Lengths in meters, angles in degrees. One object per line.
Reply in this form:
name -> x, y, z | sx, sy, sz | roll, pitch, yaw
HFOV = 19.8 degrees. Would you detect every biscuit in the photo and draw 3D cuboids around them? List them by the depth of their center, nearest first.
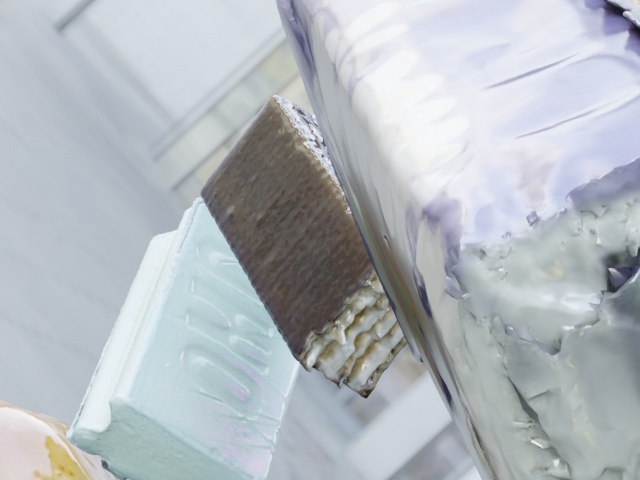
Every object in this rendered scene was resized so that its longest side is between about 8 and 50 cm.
biscuit -> 0.000, 0.000, 1.314 | 0.070, 0.106, 0.252 | 28, 17, -36

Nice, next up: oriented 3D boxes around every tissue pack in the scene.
tissue pack -> 0.091, 0.007, 0.719 | 0.343, 0.125, 0.242 | -114, -179, -61

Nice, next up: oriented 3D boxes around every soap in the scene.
soap -> -0.093, 0.092, 1.517 | 0.150, 0.094, 0.261 | 39, 41, -20

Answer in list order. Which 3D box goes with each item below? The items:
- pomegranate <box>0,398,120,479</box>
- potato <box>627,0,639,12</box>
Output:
pomegranate -> -0.303, 0.336, 1.562 | 0.410, 0.410, 0.410 | 48, 1, -1
potato -> 0.243, -0.147, 1.617 | 0.234, 0.150, 0.146 | 25, 11, -23
